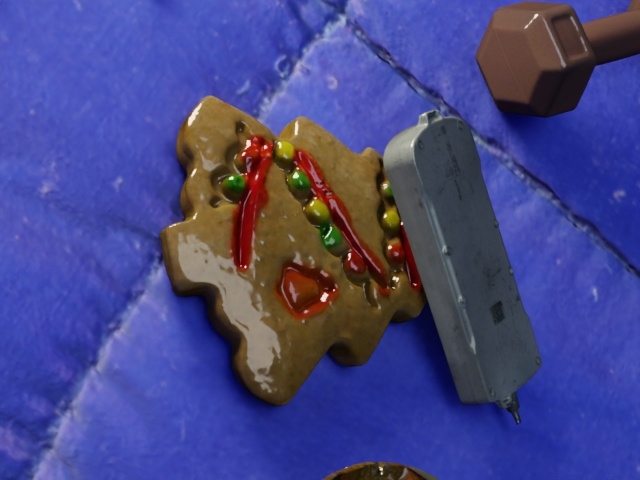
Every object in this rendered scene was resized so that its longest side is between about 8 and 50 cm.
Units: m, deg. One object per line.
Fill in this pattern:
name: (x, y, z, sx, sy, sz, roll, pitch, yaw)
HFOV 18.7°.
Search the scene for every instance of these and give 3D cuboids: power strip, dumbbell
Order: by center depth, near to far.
power strip: (0.100, 0.021, 1.340, 0.080, 0.029, 0.227, -26, 101, -50)
dumbbell: (0.225, -0.156, 1.495, 0.230, 0.082, 0.092, -17, 82, -38)

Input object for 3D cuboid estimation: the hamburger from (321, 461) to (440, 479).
hamburger: (0.029, 0.223, 1.195, 0.177, 0.113, 0.185, 40, 46, -7)

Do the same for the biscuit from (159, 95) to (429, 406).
biscuit: (0.000, 0.000, 1.307, 0.238, 0.041, 0.212, -7, 73, -35)
